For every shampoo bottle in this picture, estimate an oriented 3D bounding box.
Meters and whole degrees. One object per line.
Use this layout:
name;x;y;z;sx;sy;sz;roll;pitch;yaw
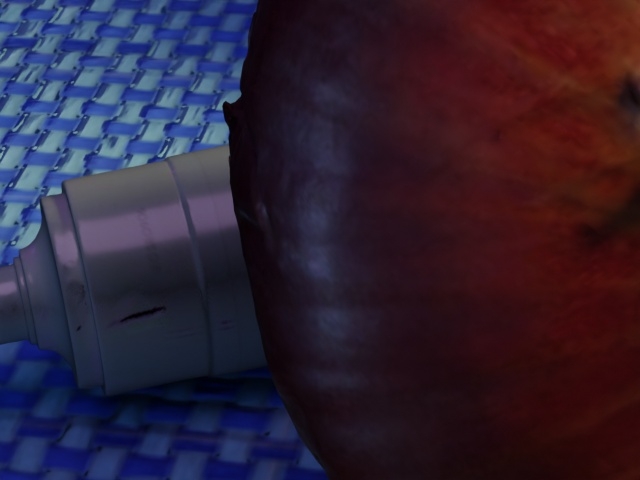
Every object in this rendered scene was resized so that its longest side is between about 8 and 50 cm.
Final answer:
shampoo bottle;0.000;0.000;0.741;0.303;0.092;0.092;-12;36;-9

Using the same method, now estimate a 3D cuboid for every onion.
onion;0.141;-0.034;0.588;0.347;0.348;0.285;-9;20;-7
